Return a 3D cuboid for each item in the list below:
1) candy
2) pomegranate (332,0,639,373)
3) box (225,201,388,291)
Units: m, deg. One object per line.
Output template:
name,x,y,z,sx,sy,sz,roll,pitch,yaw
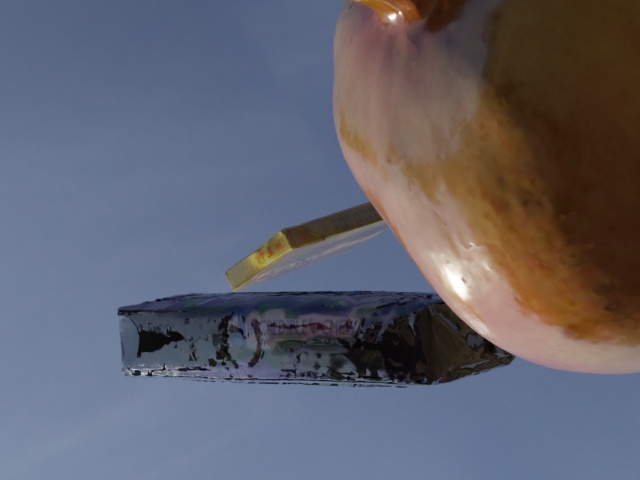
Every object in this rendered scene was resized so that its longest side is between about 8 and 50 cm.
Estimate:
candy,-0.013,0.065,1.122,0.088,0.312,0.061,-11,-85,-46
pomegranate,0.114,-0.075,0.715,0.270,0.252,0.229,26,-44,-23
box,0.000,0.000,1.379,0.089,0.156,0.022,-37,-102,41
